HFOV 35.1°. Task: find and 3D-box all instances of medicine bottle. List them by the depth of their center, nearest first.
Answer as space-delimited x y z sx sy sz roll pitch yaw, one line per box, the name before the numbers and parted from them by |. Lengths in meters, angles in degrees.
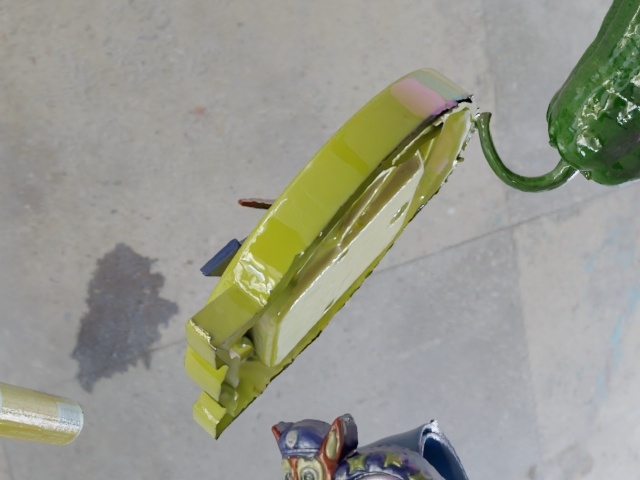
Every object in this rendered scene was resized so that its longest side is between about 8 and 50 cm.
medicine bottle | -0.356 0.202 1.184 0.218 0.074 0.074 45 61 -68

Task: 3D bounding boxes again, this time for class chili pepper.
chili pepper | 0.181 -0.117 0.471 0.100 0.074 0.257 20 113 -26

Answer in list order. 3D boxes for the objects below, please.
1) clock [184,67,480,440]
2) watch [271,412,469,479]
clock | -0.002 -0.004 0.716 0.071 0.277 0.293 40 63 11
watch | 0.075 0.266 1.002 0.200 0.171 0.196 21 59 -62
